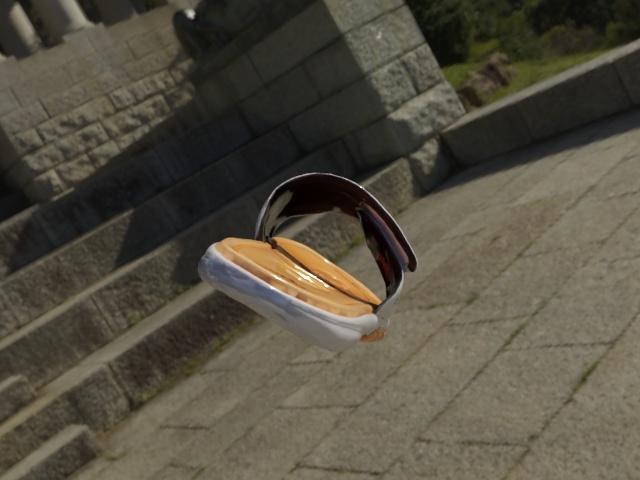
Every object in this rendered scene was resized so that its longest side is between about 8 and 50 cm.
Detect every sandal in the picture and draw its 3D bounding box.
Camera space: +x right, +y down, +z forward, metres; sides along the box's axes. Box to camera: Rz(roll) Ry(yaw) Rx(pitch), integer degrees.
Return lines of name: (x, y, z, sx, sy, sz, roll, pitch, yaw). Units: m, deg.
sandal: (0.009, 0.006, 0.431, 0.076, 0.102, 0.265, -59, -4, 2)
